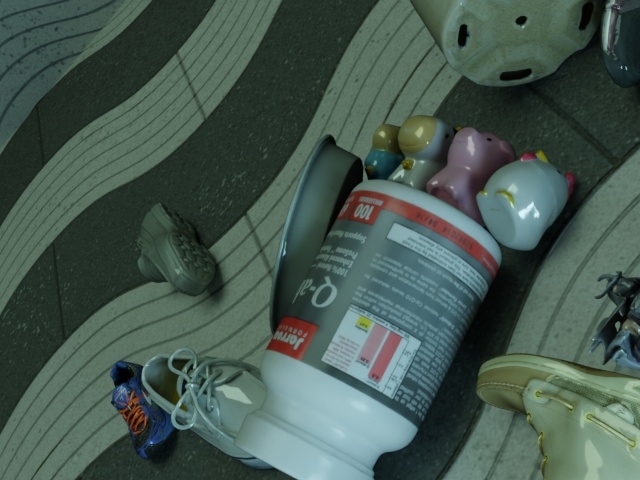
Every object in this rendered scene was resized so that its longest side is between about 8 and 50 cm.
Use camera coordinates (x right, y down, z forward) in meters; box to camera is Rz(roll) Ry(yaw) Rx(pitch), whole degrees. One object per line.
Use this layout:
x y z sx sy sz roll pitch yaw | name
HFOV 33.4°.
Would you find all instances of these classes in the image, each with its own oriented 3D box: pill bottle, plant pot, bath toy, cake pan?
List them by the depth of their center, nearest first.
0.055 0.126 1.299 0.210 0.210 0.362 10 68 55 | pill bottle
0.196 -0.087 1.408 0.129 0.151 0.348 -26 24 -24 | bath toy
0.000 0.000 1.483 0.054 0.293 0.293 14 64 10 | cake pan
0.239 -0.395 1.491 0.334 0.334 0.305 -36 47 27 | plant pot

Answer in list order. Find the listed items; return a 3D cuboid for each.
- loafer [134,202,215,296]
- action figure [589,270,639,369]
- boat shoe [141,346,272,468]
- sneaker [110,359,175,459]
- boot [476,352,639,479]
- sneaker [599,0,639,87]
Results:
-0.268 0.034 1.913 0.111 0.112 0.319 -55 24 7 | loafer
0.380 0.074 1.023 0.185 0.099 0.285 -48 36 -15 | action figure
-0.158 0.218 1.540 0.367 0.156 0.135 11 70 56 | boat shoe
-0.302 0.275 1.739 0.083 0.087 0.221 -49 32 9 | sneaker
0.237 0.229 1.078 0.262 0.095 0.203 7 66 47 | boot
0.456 -0.314 1.296 0.163 0.106 0.281 6 64 51 | sneaker
